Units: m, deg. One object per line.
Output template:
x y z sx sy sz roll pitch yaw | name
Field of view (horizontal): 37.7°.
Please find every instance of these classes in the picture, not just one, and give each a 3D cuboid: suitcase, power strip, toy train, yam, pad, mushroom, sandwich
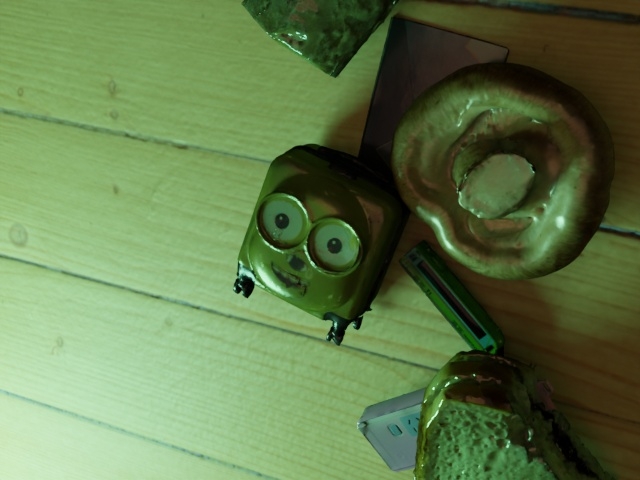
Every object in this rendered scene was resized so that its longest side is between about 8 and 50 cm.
0.000 0.000 1.254 0.193 0.143 0.235 27 113 15 | suitcase
0.183 0.242 1.269 0.278 0.037 0.109 -23 114 30 | power strip
0.190 0.090 1.249 0.042 0.044 0.209 -42 86 26 | toy train
0.029 -0.334 1.158 0.161 0.161 0.268 46 113 7 | yam
0.139 -0.156 1.236 0.163 0.004 0.243 20 109 18 | pad
0.219 -0.082 1.140 0.278 0.146 0.278 9 110 25 | mushroom
0.261 0.271 1.177 0.288 0.100 0.254 14 127 9 | sandwich
